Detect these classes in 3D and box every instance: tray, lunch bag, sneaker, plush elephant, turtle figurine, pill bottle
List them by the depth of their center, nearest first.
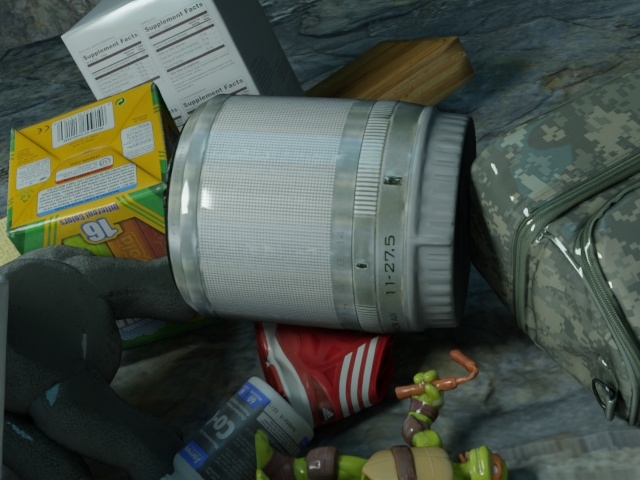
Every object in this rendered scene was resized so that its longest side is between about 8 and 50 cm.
[{"bbox_3d":[0.057,0.186,0.894,0.217,0.087,0.269,-3,32,-2],"label":"turtle figurine"},{"bbox_3d":[0.314,-0.002,0.963,0.305,0.213,0.256,-25,57,-11],"label":"lunch bag"},{"bbox_3d":[-0.078,0.192,0.964,0.137,0.078,0.078,-45,31,-12],"label":"pill bottle"},{"bbox_3d":[-0.302,0.145,1.072,0.255,0.330,0.272,-40,44,41],"label":"plush elephant"},{"bbox_3d":[0.005,0.111,1.120,0.128,0.087,0.221,-13,36,-8],"label":"sneaker"},{"bbox_3d":[0.004,-0.163,1.588,0.411,0.076,0.203,-37,23,-21],"label":"tray"}]

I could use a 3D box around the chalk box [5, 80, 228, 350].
[{"bbox_3d":[-0.209,0.003,1.254,0.180,0.289,0.179,-18,45,5],"label":"chalk box"}]

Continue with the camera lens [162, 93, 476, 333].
[{"bbox_3d":[0.002,-0.026,1.055,0.274,0.219,0.219,4,30,13],"label":"camera lens"}]

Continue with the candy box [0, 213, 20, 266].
[{"bbox_3d":[-0.364,-0.028,1.575,0.316,0.088,0.183,-28,8,-16],"label":"candy box"}]

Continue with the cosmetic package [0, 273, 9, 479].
[{"bbox_3d":[-0.436,0.197,0.744,0.329,0.394,0.327,-1,8,-41],"label":"cosmetic package"}]

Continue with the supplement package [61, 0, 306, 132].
[{"bbox_3d":[-0.162,-0.213,1.439,0.198,0.263,0.199,-21,22,16],"label":"supplement package"}]
